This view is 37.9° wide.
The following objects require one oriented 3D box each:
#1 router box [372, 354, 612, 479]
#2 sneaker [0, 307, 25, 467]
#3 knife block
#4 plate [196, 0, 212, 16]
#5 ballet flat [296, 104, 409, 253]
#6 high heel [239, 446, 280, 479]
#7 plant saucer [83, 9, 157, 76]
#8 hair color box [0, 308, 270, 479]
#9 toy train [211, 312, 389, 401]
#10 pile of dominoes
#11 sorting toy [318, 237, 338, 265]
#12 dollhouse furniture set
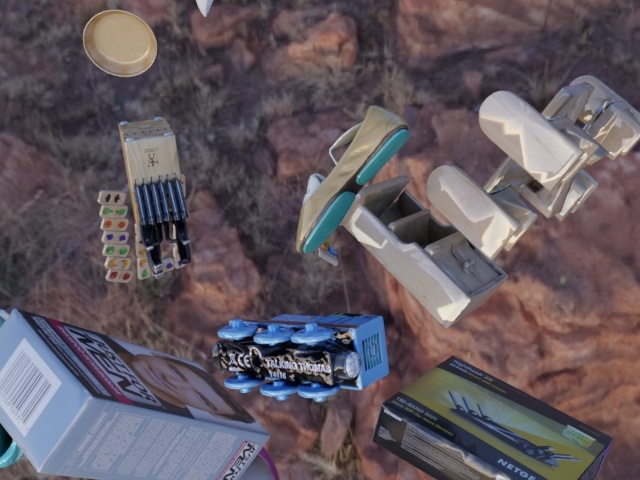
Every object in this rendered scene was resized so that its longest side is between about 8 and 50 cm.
[{"bbox_3d":[0.277,0.320,1.497,0.308,0.081,0.243,26,27,28],"label":"router box"},{"bbox_3d":[-0.461,0.209,1.346,0.107,0.275,0.110,10,32,31],"label":"sneaker"},{"bbox_3d":[-0.290,-0.077,1.645,0.088,0.242,0.276,-9,19,-13],"label":"knife block"},{"bbox_3d":[-0.131,-0.509,1.323,0.045,0.278,0.277,17,55,-4],"label":"plate"},{"bbox_3d":[0.029,-0.087,1.287,0.073,0.080,0.232,42,95,20],"label":"ballet flat"},{"bbox_3d":[-0.099,0.358,1.365,0.082,0.117,0.244,-11,48,-6],"label":"high heel"},{"bbox_3d":[-0.225,-0.226,1.054,0.083,0.083,0.015,-2,40,4],"label":"plant saucer"},{"bbox_3d":[-0.249,0.222,1.225,0.185,0.374,0.114,38,94,34],"label":"hair color box"},{"bbox_3d":[-0.023,0.114,0.947,0.184,0.080,0.105,-1,8,38],"label":"toy train"},{"bbox_3d":[-0.359,-0.016,1.938,0.196,0.251,0.040,-20,40,-32],"label":"pile of dominoes"},{"bbox_3d":[0.000,0.000,1.430,0.012,0.083,0.062,-30,58,19],"label":"sorting toy"},{"bbox_3d":[0.249,-0.103,1.441,0.256,0.394,0.362,45,32,16],"label":"dollhouse furniture set"}]
